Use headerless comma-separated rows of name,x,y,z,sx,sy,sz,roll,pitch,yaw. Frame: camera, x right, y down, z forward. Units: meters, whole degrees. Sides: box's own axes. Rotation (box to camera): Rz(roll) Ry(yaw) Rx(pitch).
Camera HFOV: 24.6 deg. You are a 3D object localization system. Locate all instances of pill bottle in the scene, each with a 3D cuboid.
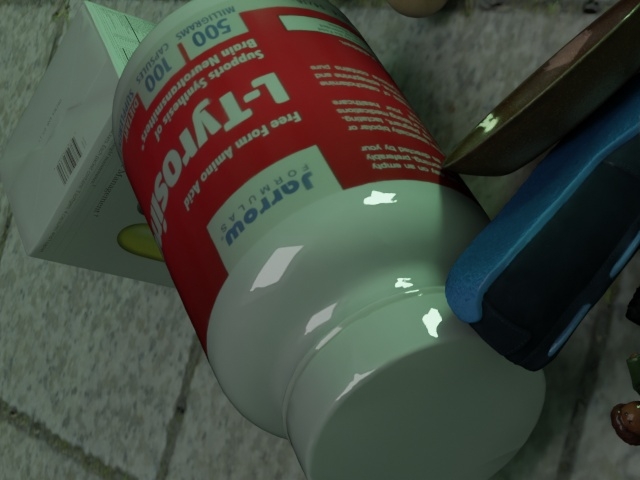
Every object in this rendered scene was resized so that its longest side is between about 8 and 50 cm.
pill bottle,0.000,0.000,1.101,0.229,0.229,0.408,-56,40,24

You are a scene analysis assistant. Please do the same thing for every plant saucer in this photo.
plant saucer,0.167,-0.104,0.999,0.198,0.036,0.198,-42,4,3

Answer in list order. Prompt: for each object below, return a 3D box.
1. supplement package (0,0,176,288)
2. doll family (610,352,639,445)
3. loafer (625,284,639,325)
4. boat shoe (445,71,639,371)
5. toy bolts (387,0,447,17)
supplement package,-0.156,-0.080,1.360,0.194,0.203,0.149,-56,40,26
doll family,0.240,0.147,0.848,0.111,0.076,0.193,-44,53,33
loafer,0.258,0.032,0.888,0.170,0.062,0.061,8,78,53
boat shoe,0.187,-0.025,0.939,0.258,0.089,0.109,-43,14,-9
toy bolts,0.059,-0.290,1.250,0.218,0.158,0.228,-29,31,-6
